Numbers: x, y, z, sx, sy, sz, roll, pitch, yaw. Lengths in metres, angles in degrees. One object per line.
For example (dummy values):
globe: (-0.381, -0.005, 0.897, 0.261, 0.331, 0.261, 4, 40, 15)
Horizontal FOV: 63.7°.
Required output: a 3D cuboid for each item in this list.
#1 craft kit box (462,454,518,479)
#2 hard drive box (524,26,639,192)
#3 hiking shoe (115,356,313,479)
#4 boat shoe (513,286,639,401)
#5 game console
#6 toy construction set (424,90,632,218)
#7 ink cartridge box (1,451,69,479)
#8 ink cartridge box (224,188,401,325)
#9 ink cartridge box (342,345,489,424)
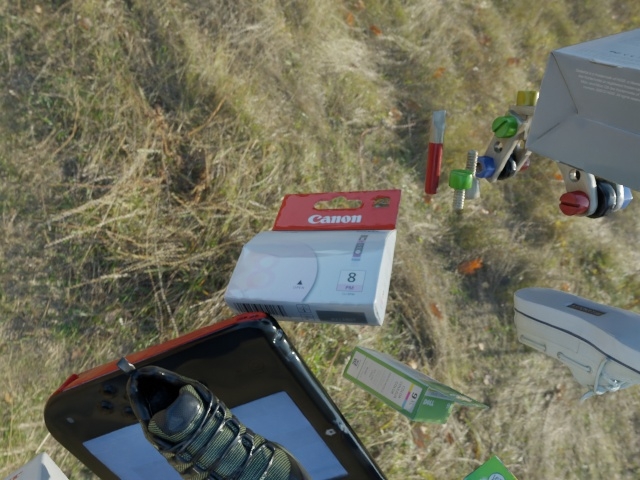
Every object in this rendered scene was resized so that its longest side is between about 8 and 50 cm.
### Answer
craft kit box: (0.285, 0.398, 0.577, 0.249, 0.061, 0.246, 57, -4, -39)
hard drive box: (0.322, -0.114, 0.431, 0.232, 0.089, 0.181, -23, 41, -32)
hiking shoe: (-0.102, 0.187, 0.458, 0.227, 0.114, 0.086, 23, 66, 31)
boat shoe: (0.470, 0.201, 0.870, 0.136, 0.367, 0.156, -10, 105, -25)
game console: (-0.124, 0.282, 0.675, 0.386, 0.342, 0.060, 59, 21, -27)
toy construction set: (0.328, -0.180, 0.804, 0.309, 0.237, 0.257, -1, 26, 0)
ink cartridge box: (-0.280, 0.315, 0.391, 0.207, 0.283, 0.117, -34, 103, -23)
ink cartridge box: (0.000, 0.000, 0.676, 0.189, 0.066, 0.232, 0, 53, 19)
ink cartridge box: (0.149, 0.245, 0.835, 0.109, 0.209, 0.062, 27, 85, -46)
